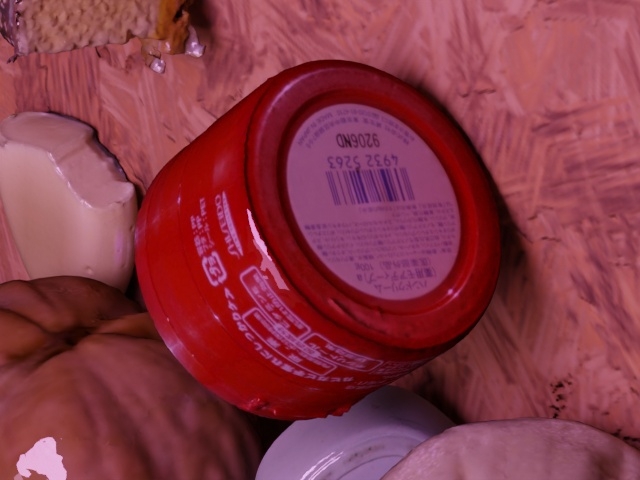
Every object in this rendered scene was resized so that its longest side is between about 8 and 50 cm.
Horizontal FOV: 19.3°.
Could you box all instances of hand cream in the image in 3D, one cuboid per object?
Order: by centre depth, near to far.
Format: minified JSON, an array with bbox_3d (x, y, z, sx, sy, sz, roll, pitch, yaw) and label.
[{"bbox_3d":[0.000,0.000,1.102,0.125,0.193,0.193,-32,88,47],"label":"hand cream"}]

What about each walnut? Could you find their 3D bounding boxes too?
[{"bbox_3d":[-0.177,0.204,1.304,0.306,0.306,0.344,25,132,34],"label":"walnut"}]

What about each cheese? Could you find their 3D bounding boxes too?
[{"bbox_3d":[-0.179,0.032,1.405,0.127,0.050,0.255,18,125,36],"label":"cheese"}]

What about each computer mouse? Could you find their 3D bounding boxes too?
[{"bbox_3d":[0.075,0.227,1.206,0.288,0.159,0.097,54,-179,-2],"label":"computer mouse"}]

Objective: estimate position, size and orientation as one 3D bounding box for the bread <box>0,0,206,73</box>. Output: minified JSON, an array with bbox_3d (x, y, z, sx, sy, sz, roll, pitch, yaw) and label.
[{"bbox_3d":[-0.149,-0.191,1.186,0.127,0.147,0.152,41,130,39],"label":"bread"}]

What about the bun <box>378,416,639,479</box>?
[{"bbox_3d":[0.119,0.224,1.079,0.259,0.259,0.160,61,179,1],"label":"bun"}]
